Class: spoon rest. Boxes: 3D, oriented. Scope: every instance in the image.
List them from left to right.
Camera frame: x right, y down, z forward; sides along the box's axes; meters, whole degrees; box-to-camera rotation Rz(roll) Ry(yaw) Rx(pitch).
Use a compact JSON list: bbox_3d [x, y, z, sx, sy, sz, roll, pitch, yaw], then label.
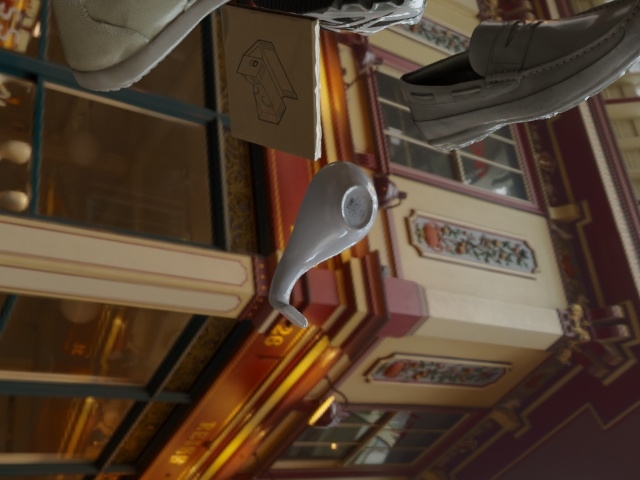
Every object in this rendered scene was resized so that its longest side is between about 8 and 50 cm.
[{"bbox_3d":[0.000,0.000,1.097,0.084,0.137,0.276,0,-127,49],"label":"spoon rest"}]

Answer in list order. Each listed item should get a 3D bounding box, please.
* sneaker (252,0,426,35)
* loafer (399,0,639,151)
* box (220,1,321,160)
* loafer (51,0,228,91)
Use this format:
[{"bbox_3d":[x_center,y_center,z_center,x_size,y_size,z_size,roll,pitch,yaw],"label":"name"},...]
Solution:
[{"bbox_3d":[0.035,-0.437,1.343,0.331,0.146,0.122,8,-104,20],"label":"sneaker"},{"bbox_3d":[0.205,-0.187,0.771,0.319,0.111,0.112,-19,-152,53],"label":"loafer"},{"bbox_3d":[-0.070,-0.225,1.022,0.164,0.021,0.201,20,-52,31],"label":"box"},{"bbox_3d":[-0.127,-0.245,0.626,0.102,0.092,0.268,19,-117,32],"label":"loafer"}]
